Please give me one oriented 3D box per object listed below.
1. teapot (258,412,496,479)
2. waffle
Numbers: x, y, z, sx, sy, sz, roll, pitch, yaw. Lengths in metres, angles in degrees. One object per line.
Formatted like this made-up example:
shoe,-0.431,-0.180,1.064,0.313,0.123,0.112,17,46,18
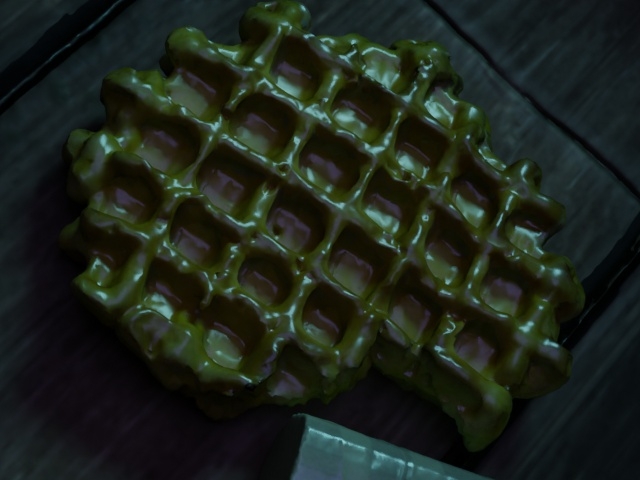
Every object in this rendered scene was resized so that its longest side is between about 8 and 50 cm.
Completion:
teapot,0.065,0.159,0.765,0.200,0.077,0.107,20,69,-11
waffle,0.000,0.000,0.819,0.253,0.056,0.249,-22,77,-28
